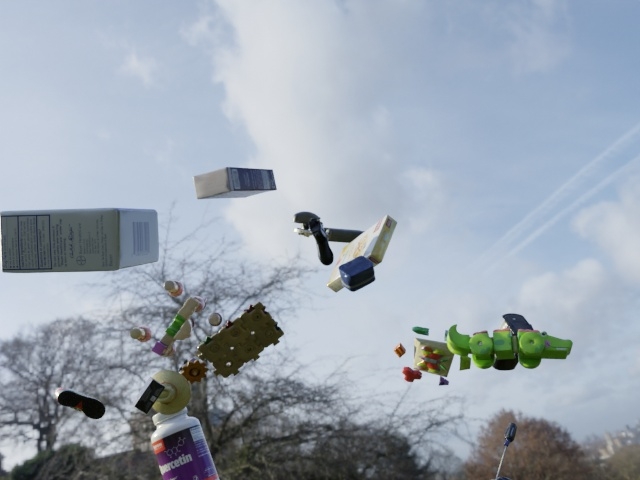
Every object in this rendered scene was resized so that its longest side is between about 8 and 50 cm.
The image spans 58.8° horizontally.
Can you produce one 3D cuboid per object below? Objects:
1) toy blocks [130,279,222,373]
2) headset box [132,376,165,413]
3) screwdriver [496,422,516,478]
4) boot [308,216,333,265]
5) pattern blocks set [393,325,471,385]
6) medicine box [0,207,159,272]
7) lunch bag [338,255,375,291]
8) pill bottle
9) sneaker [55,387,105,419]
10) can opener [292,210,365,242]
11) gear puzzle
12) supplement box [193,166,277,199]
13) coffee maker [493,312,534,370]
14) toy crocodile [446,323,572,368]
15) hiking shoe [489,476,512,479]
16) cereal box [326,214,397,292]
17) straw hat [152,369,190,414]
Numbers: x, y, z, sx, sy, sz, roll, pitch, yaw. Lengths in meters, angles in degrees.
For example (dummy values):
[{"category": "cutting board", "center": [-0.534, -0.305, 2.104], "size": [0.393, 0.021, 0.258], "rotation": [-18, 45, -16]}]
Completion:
[{"category": "toy blocks", "center": [-0.542, 0.353, 2.269], "size": [0.288, 0.309, 0.260], "rotation": [-56, -4, -10]}, {"category": "headset box", "center": [-0.350, 0.313, 1.155], "size": [0.032, 0.062, 0.083], "rotation": [37, -18, -13]}, {"category": "screwdriver", "center": [0.438, 0.499, 1.353], "size": [0.024, 0.025, 0.170], "rotation": [-39, 2, 44]}, {"category": "boot", "center": [0.001, 0.000, 1.614], "size": [0.045, 0.121, 0.099], "rotation": [-15, -33, 7]}, {"category": "pattern blocks set", "center": [0.419, 0.442, 2.135], "size": [0.286, 0.026, 0.324], "rotation": [1, -50, 21]}, {"category": "medicine box", "center": [-0.591, -0.005, 1.426], "size": [0.289, 0.149, 0.263], "rotation": [-1, 2, 4]}, {"category": "lunch bag", "center": [0.103, 0.092, 1.541], "size": [0.098, 0.067, 0.065], "rotation": [-24, -55, -21]}, {"category": "pill bottle", "center": [-0.497, 0.770, 2.052], "size": [0.182, 0.322, 0.181], "rotation": [-23, -16, -7]}, {"category": "sneaker", "center": [-0.718, 0.480, 1.698], "size": [0.161, 0.057, 0.075], "rotation": [40, -17, -36]}, {"category": "can opener", "center": [0.036, -0.044, 1.945], "size": [0.284, 0.095, 0.076], "rotation": [4, 4, -29]}, {"category": "gear puzzle", "center": [-0.286, 0.337, 1.781], "size": [0.339, 0.044, 0.175], "rotation": [-36, -59, -6]}, {"category": "supplement box", "center": [-0.251, -0.171, 1.702], "size": [0.130, 0.073, 0.239], "rotation": [-10, -1, 28]}, {"category": "coffee maker", "center": [0.662, 0.371, 1.983], "size": [0.120, 0.171, 0.178], "rotation": [16, -56, -2]}, {"category": "toy crocodile", "center": [0.531, 0.296, 1.616], "size": [0.341, 0.105, 0.115], "rotation": [-4, -36, 19]}, {"category": "hiking shoe", "center": [0.364, 0.601, 1.146], "size": [0.086, 0.226, 0.114], "rotation": [10, -27, -17]}, {"category": "cereal box", "center": [0.123, 0.041, 1.709], "size": [0.047, 0.173, 0.240], "rotation": [37, -42, -11]}, {"category": "straw hat", "center": [-0.464, 0.454, 1.682], "size": [0.145, 0.144, 0.061], "rotation": [-19, -8, 11]}]
